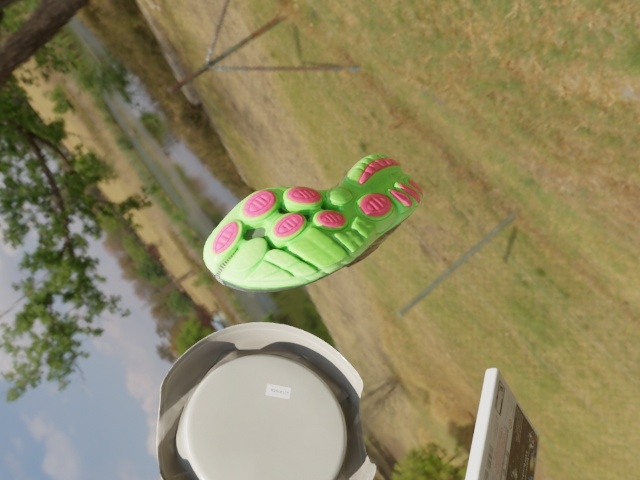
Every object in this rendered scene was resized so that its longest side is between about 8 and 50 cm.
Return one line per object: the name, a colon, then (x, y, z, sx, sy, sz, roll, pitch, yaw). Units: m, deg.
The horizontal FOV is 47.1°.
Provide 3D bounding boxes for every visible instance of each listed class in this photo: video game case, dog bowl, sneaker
video game case: (0.262, 0.309, 1.042, 0.022, 0.190, 0.173, -14, 125, 34)
dog bowl: (-0.088, 0.303, 1.136, 0.348, 0.349, 0.102, 49, 147, 18)
sneaker: (0.000, 0.000, 1.264, 0.185, 0.483, 0.202, 48, 131, 19)
